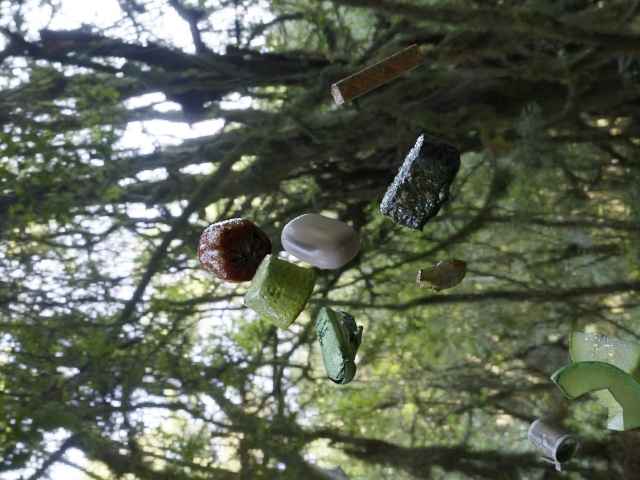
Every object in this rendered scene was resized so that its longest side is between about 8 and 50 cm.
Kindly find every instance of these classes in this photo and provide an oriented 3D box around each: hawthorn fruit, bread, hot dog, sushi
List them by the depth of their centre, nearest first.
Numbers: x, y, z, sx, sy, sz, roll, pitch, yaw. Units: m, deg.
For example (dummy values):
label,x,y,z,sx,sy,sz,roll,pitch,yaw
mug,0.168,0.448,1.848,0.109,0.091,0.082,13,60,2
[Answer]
label,x,y,z,sx,sy,sz,roll,pitch,yaw
bread,-0.074,0.098,1.483,0.114,0.111,0.129,28,-96,-10
sushi,0.235,-0.130,1.785,0.225,0.127,0.124,-63,3,30
hawthorn fruit,-0.214,0.020,1.818,0.157,0.194,0.157,-15,-69,-42
hot dog,0.299,0.094,1.944,0.169,0.078,0.061,-14,-47,-32

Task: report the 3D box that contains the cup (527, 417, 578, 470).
label,x,y,z,sx,sy,sz,roll,pitch,yaw
cup,0.557,0.484,1.858,0.074,0.099,0.102,-41,-58,-12

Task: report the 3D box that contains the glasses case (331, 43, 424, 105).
label,x,y,z,sx,sy,sz,roll,pitch,yaw
glasses case,0.132,-0.390,1.829,0.049,0.218,0.075,63,173,-5

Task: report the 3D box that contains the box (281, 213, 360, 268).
label,x,y,z,sx,sy,sz,roll,pitch,yaw
box,0.000,0.000,1.923,0.146,0.200,0.088,-38,-46,-39

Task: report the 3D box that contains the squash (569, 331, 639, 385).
label,x,y,z,sx,sy,sz,roll,pitch,yaw
squash,0.883,0.397,2.356,0.155,0.237,0.204,17,-96,-39

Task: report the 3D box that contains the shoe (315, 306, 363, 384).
label,x,y,z,sx,sy,sz,roll,pitch,yaw
shoe,0.065,0.303,2.343,0.140,0.128,0.262,96,157,-44

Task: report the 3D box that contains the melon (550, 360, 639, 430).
label,x,y,z,sx,sy,sz,roll,pitch,yaw
melon,0.577,0.311,1.585,0.118,0.209,0.064,-47,-2,-2
